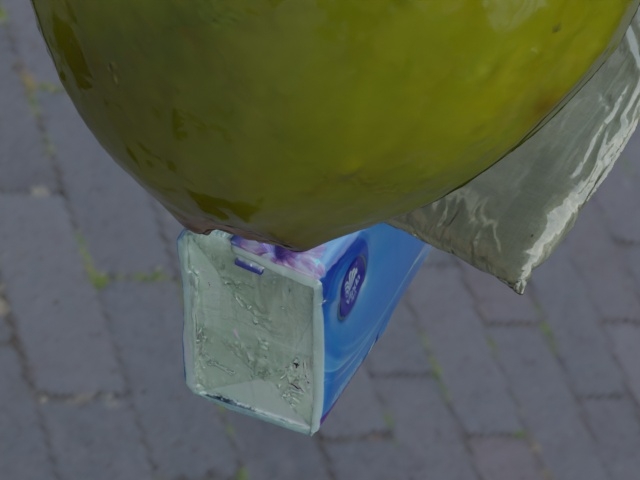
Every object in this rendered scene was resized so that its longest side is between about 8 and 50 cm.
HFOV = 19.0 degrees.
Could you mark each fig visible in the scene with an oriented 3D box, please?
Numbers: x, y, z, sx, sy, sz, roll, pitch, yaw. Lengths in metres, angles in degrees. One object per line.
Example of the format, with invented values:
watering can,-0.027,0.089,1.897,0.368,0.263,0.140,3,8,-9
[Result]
fig,0.006,-0.162,0.933,0.343,0.343,0.343,28,43,-29

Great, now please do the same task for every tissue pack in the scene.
tissue pack,0.000,0.000,1.608,0.146,0.198,0.263,20,46,19

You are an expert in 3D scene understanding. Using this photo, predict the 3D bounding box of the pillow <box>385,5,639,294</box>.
pillow,0.139,-0.080,1.126,0.050,0.148,0.229,40,82,-33
